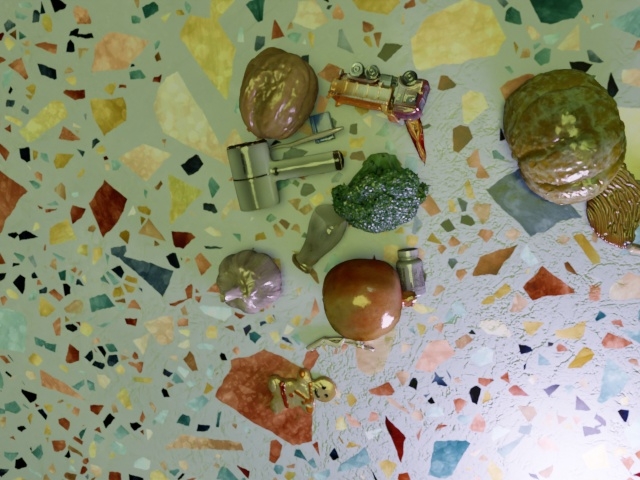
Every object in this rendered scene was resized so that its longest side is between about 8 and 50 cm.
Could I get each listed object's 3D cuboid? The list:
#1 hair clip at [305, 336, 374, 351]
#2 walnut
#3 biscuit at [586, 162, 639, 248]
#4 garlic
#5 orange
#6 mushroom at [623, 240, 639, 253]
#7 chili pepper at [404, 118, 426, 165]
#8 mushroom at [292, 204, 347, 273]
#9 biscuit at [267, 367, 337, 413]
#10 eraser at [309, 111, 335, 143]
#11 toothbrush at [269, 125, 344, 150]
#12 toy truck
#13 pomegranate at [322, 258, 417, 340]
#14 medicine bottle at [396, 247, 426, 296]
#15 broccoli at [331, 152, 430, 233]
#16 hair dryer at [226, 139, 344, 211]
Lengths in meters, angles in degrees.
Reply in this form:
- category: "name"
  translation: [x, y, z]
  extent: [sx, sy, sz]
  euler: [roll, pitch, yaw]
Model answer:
- category: "hair clip"
  translation: [0.060, 0.321, 1.488]
  extent: [0.226, 0.034, 0.072]
  euler: [-3, 93, 13]
- category: "walnut"
  translation: [-0.125, -0.413, 1.338]
  extent: [0.224, 0.257, 0.257]
  euler: [37, 104, 37]
- category: "biscuit"
  translation: [0.836, -0.087, 1.291]
  extent: [0.176, 0.031, 0.228]
  euler: [-31, 91, 14]
- category: "garlic"
  translation: [-0.236, 0.140, 1.429]
  extent: [0.219, 0.212, 0.218]
  euler: [3, 102, 15]
- category: "orange"
  translation: [0.649, -0.274, 1.215]
  extent: [0.271, 0.210, 0.368]
  euler: [-23, 90, 15]
- category: "mushroom"
  translation: [0.928, 0.023, 1.265]
  extent: [0.187, 0.061, 0.060]
  euler: [0, 109, 3]
- category: "chili pepper"
  translation: [0.287, -0.307, 1.365]
  extent: [0.045, 0.027, 0.178]
  euler: [-18, 93, 16]
- category: "mushroom"
  translation: [0.000, 0.000, 1.434]
  extent: [0.116, 0.093, 0.225]
  euler: [30, 111, 17]
- category: "biscuit"
  translation: [-0.061, 0.501, 1.536]
  extent: [0.234, 0.030, 0.153]
  euler: [-6, 98, 12]
- category: "eraser"
  translation: [0.005, -0.344, 1.412]
  extent: [0.063, 0.027, 0.084]
  euler: [-12, 95, 11]
- category: "toothbrush"
  translation: [-0.070, -0.295, 1.415]
  extent: [0.307, 0.025, 0.029]
  euler: [-13, 103, 21]
- category: "toy truck"
  translation: [0.165, -0.418, 1.317]
  extent: [0.270, 0.114, 0.135]
  euler: [16, 96, 17]
- category: "pomegranate"
  translation: [0.140, 0.166, 1.342]
  extent: [0.270, 0.252, 0.229]
  euler: [-5, 101, 6]
- category: "medicine bottle"
  translation: [0.270, 0.096, 1.395]
  extent: [0.079, 0.079, 0.140]
  euler: [-7, 96, 11]
- category: "broccoli"
  translation: [0.165, -0.137, 1.327]
  extent: [0.269, 0.261, 0.241]
  euler: [-14, 68, 49]
- category: "hair dryer"
  translation: [-0.087, -0.213, 1.385]
  extent: [0.362, 0.128, 0.203]
  euler: [-8, 106, 9]
